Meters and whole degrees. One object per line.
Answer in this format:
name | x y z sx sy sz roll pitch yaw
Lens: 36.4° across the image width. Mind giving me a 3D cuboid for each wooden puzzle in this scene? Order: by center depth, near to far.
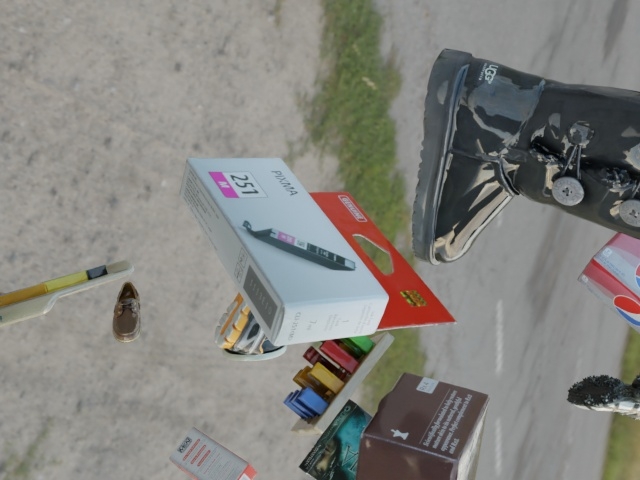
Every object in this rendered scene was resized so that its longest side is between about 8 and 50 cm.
wooden puzzle | -0.451 0.085 1.580 0.239 0.221 0.044 -32 105 -64

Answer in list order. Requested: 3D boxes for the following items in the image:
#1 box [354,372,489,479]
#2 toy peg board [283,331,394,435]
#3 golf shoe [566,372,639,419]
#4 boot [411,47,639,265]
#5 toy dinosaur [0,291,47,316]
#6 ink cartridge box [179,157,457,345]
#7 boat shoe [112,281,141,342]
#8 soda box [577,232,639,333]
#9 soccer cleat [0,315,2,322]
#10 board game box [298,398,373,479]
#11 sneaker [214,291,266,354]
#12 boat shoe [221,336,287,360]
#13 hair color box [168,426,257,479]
box | 0.126 0.400 1.351 0.191 0.143 0.381 -41 138 -61
toy peg board | 0.004 0.178 1.330 0.160 0.079 0.161 -50 -178 -18
golf shoe | 0.550 0.295 1.774 0.094 0.198 0.077 57 42 -30
boot | 0.351 -0.046 1.253 0.367 0.446 0.146 85 24 -53
toy dinosaur | -0.708 0.137 2.184 0.112 0.212 0.064 21 70 -40
ink cartridge box | 0.000 0.000 1.097 0.239 0.275 0.060 -4 128 -31
boat shoe | -0.431 0.158 2.162 0.178 0.064 0.060 -104 -169 -56
soda box | 0.509 0.101 1.413 0.092 0.263 0.083 -41 162 -20
soccer cleat | -0.522 0.136 1.429 0.072 0.060 0.179 10 140 -37
board game box | 0.065 0.337 1.470 0.186 0.026 0.126 43 79 -34
sneaker | -0.089 0.096 1.613 0.083 0.084 0.214 31 97 -27
boat shoe | -0.112 0.140 1.864 0.340 0.127 0.113 -41 132 -75
hair color box | -0.185 0.387 1.677 0.072 0.141 0.043 -52 143 -18
